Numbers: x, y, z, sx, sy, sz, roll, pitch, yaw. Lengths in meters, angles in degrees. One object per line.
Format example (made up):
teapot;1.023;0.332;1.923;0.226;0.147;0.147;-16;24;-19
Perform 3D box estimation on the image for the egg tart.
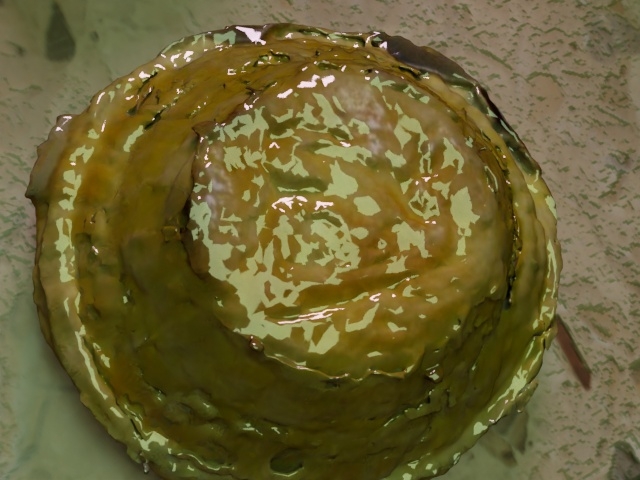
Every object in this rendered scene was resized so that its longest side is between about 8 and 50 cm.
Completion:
egg tart;0.001;0.000;0.702;0.341;0.132;0.342;4;73;-14
